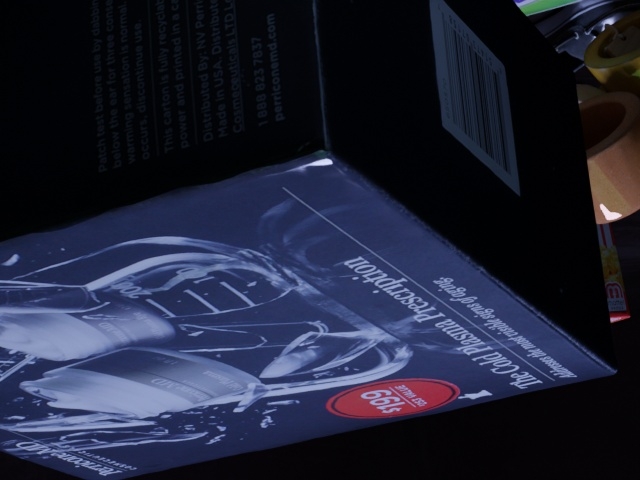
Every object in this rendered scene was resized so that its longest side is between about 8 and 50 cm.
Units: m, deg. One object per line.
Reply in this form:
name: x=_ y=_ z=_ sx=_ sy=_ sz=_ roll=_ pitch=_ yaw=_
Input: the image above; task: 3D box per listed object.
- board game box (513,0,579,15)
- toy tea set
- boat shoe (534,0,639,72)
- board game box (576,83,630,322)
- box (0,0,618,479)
board game box: x=0.070 y=-0.161 z=1.074 sx=0.124 sy=0.039 sz=0.259 roll=-13 pitch=172 yaw=18
toy tea set: x=0.145 y=-0.094 z=1.126 sx=0.336 sy=0.124 sz=0.200 roll=-30 pitch=-157 yaw=7
boat shoe: x=0.183 y=-0.140 z=1.266 sx=0.049 sy=0.040 sz=0.142 roll=-4 pitch=169 yaw=-27
board game box: x=0.158 y=-0.026 z=1.439 sx=0.146 sy=0.193 sz=0.045 roll=-2 pitch=167 yaw=-40
box: x=-0.067 y=-0.025 z=0.873 sx=0.312 sy=0.179 sz=0.343 roll=-14 pitch=157 yaw=23
